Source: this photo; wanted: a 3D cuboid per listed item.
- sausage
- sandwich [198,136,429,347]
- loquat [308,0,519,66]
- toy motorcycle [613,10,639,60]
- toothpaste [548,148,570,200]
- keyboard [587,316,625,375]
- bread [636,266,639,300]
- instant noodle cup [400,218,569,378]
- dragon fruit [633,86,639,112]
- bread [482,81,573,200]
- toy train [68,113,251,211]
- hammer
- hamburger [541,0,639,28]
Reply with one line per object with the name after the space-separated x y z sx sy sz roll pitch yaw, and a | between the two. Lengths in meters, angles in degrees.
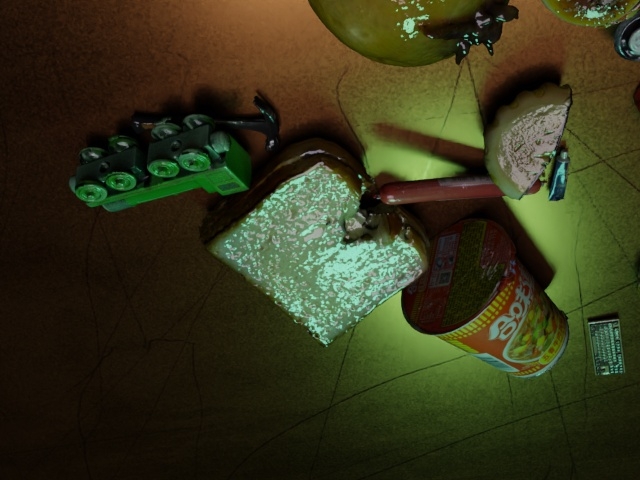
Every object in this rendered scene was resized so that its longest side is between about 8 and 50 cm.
0.193 -0.071 1.024 0.253 0.034 0.034 -4 129 -12 | sausage
0.000 -0.001 1.085 0.249 0.095 0.273 -36 117 25 | sandwich
0.096 -0.284 0.773 0.244 0.244 0.244 2 128 2 | loquat
0.454 -0.276 0.855 0.151 0.074 0.228 29 123 -21 | toy motorcycle
0.332 -0.089 1.042 0.027 0.019 0.083 -15 130 -15 | toothpaste
0.473 0.177 1.242 0.049 0.015 0.129 -12 126 13 | keyboard
0.509 0.067 1.129 0.066 0.060 0.110 -31 126 -10 | bread
0.258 0.100 1.108 0.193 0.193 0.212 -36 125 27 | instant noodle cup
0.504 -0.164 0.925 0.192 0.092 0.122 -24 123 21 | dragon fruit
0.257 -0.131 0.973 0.094 0.083 0.157 6 117 0 | bread
-0.220 -0.094 1.026 0.251 0.085 0.119 -12 149 23 | toy train
-0.156 -0.160 1.015 0.201 0.021 0.078 2 133 3 | hammer
0.308 -0.302 0.837 0.141 0.081 0.126 29 124 -16 | hamburger
